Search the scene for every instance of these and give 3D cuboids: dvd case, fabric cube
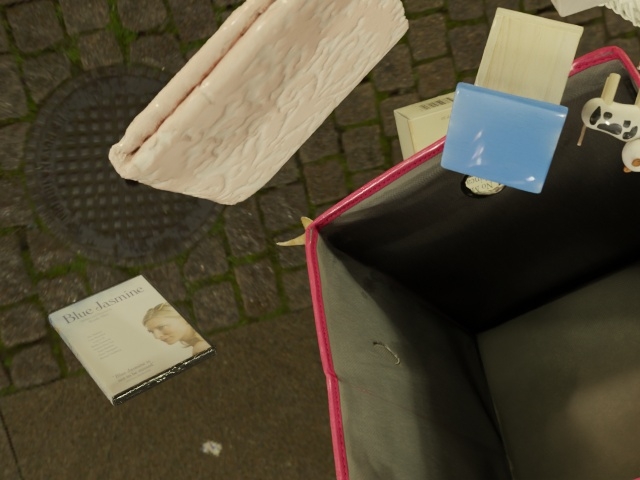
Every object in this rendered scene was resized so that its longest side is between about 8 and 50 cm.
[{"bbox_3d":[-0.310,0.151,1.303,0.180,0.253,0.022,-26,131,-29],"label":"dvd case"},{"bbox_3d":[0.177,0.082,0.546,0.254,0.259,0.258,-31,139,28],"label":"fabric cube"}]

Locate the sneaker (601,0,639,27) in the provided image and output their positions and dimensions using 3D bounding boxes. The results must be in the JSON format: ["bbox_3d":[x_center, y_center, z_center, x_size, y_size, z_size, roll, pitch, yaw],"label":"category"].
[{"bbox_3d":[0.468,-0.382,1.217,0.118,0.292,0.110,-22,147,12],"label":"sneaker"}]

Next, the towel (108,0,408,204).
[{"bbox_3d":[-0.046,-0.168,0.846,0.053,0.332,0.317,45,97,10],"label":"towel"}]

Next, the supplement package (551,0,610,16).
[{"bbox_3d":[0.275,-0.368,0.697,0.204,0.145,0.262,-17,139,6],"label":"supplement package"}]

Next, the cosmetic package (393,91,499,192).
[{"bbox_3d":[0.263,-0.129,1.612,0.160,0.113,0.309,-19,112,-6],"label":"cosmetic package"}]

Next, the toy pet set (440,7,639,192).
[{"bbox_3d":[0.110,-0.046,0.313,0.114,0.122,0.065,17,91,12],"label":"toy pet set"}]

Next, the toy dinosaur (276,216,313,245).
[{"bbox_3d":[0.000,0.000,1.215,0.092,0.183,0.053,45,70,-7],"label":"toy dinosaur"}]
